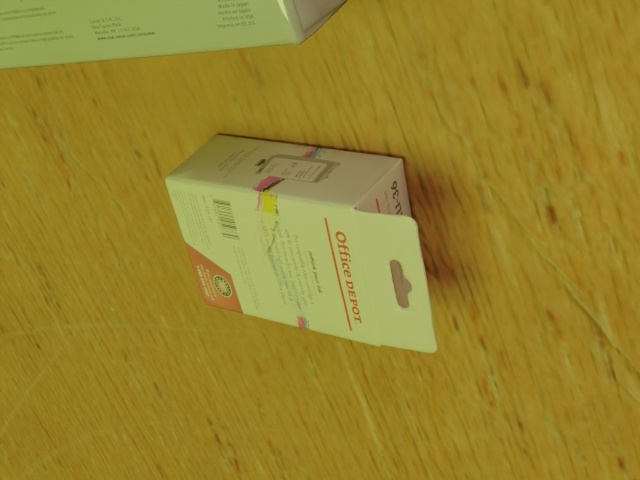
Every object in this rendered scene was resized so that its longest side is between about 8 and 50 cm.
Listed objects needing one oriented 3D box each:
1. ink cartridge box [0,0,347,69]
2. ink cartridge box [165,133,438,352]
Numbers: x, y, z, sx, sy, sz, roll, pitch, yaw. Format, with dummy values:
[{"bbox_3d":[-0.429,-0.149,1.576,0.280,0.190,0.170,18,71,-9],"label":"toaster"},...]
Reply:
[{"bbox_3d":[-0.142,-0.247,0.621,0.310,0.130,0.271,3,125,35],"label":"ink cartridge box"},{"bbox_3d":[0.000,0.000,0.765,0.198,0.067,0.115,11,130,32],"label":"ink cartridge box"}]
